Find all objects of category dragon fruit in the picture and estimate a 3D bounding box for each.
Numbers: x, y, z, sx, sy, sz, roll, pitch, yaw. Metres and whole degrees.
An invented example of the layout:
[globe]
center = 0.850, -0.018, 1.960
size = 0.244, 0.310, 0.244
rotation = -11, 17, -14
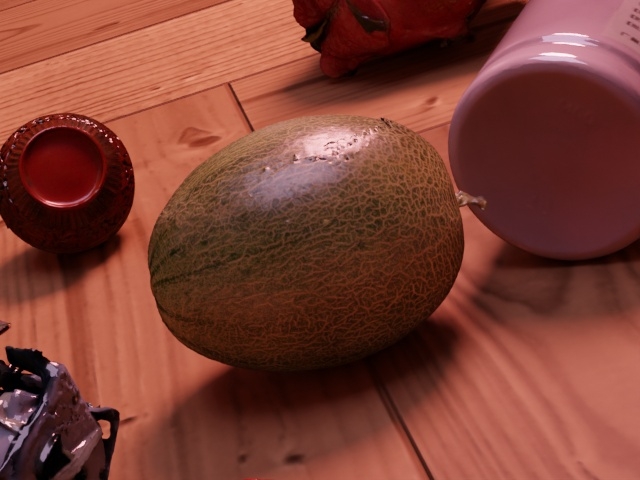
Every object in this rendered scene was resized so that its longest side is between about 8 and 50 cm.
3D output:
[dragon fruit]
center = 0.075, -0.260, 1.402
size = 0.200, 0.198, 0.269
rotation = -34, 27, 40

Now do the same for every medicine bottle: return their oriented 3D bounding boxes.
[medicine bottle]
center = 0.173, -0.101, 1.060
size = 0.133, 0.133, 0.249
rotation = -5, 27, 25

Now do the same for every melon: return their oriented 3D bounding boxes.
[melon]
center = 0.000, 0.000, 0.946
size = 0.192, 0.139, 0.139
rotation = -16, 23, -6

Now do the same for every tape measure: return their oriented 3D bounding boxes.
[tape measure]
center = -0.141, 0.112, 0.849
size = 0.054, 0.091, 0.094
rotation = 3, 63, 28

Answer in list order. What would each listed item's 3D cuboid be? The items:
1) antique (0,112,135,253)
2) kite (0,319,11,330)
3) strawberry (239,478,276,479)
[antique]
center = -0.178, -0.039, 1.200
size = 0.104, 0.104, 0.104
rotation = -14, 24, 6
[kite]
center = -0.322, 0.084, 1.131
size = 0.250, 0.012, 0.229
rotation = -15, 22, 7
[strawberry]
center = -0.018, 0.151, 0.699
size = 0.121, 0.082, 0.188
rotation = -17, 20, -7
